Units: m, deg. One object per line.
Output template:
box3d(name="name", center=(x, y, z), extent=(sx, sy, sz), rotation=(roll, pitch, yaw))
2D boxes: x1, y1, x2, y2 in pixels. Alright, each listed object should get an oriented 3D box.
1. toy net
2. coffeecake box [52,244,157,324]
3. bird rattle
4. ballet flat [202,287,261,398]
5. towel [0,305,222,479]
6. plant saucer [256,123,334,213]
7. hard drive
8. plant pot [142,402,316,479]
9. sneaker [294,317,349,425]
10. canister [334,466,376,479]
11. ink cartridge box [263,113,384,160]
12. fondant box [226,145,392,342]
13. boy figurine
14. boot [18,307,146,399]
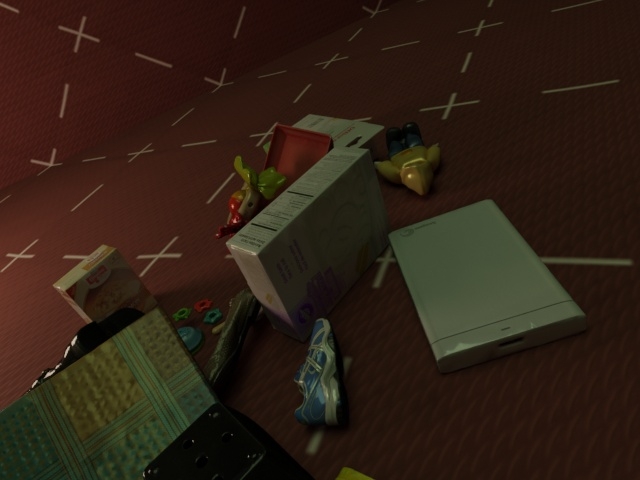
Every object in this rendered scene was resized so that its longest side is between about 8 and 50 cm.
box3d(name="toy net", center=(-0.210, 0.168, 1.016), extent=(0.232, 0.045, 0.122), rotation=(-18, 33, 5))
box3d(name="coffeecake box", center=(-0.496, 0.127, 1.108), extent=(0.068, 0.185, 0.142), rotation=(9, 46, 39))
box3d(name="bird rattle", center=(-0.197, -0.086, 1.275), extent=(0.207, 0.143, 0.253), rotation=(-170, 96, -72))
box3d(name="ballet flat", center=(-0.178, 0.196, 0.890), extent=(0.058, 0.084, 0.249), rotation=(16, 59, 8))
box3d(name="towel", center=(-0.351, 0.308, 0.748), extent=(0.370, 0.040, 0.271), rotation=(-35, 63, -13))
box3d(name="plant saucer", center=(-0.068, -0.167, 1.265), extent=(0.048, 0.258, 0.259), rotation=(9, 11, -40))
box3d(name="hard drive", center=(0.276, 0.062, 0.872), extent=(0.233, 0.047, 0.353), rotation=(-19, 34, 6))
box3d(name="plant pot", center=(-0.120, 0.333, 0.629), extent=(0.187, 0.166, 0.188), rotation=(-40, 37, -24))
box3d(name="sneaker", center=(-0.004, 0.213, 0.799), extent=(0.081, 0.080, 0.211), rotation=(-14, 34, 8))
box3d(name="canister", center=(0.039, 0.378, 0.558), extent=(0.126, 0.073, 0.170), rotation=(8, 47, 37))
box3d(name="ink cartridge box", center=(0.019, -0.256, 1.385), extent=(0.207, 0.119, 0.354), rotation=(-39, 37, -20))
box3d(name="fondant box", center=(0.000, 0.000, 0.945), extent=(0.096, 0.238, 0.330), rotation=(17, 51, 41))
box3d(name="boy figurine", center=(0.226, -0.207, 1.228), extent=(0.177, 0.092, 0.285), rotation=(-12, 32, 11))
box3d(name="boot", center=(-0.486, 0.254, 0.989), extent=(0.229, 0.091, 0.263), rotation=(-44, -12, 14))
